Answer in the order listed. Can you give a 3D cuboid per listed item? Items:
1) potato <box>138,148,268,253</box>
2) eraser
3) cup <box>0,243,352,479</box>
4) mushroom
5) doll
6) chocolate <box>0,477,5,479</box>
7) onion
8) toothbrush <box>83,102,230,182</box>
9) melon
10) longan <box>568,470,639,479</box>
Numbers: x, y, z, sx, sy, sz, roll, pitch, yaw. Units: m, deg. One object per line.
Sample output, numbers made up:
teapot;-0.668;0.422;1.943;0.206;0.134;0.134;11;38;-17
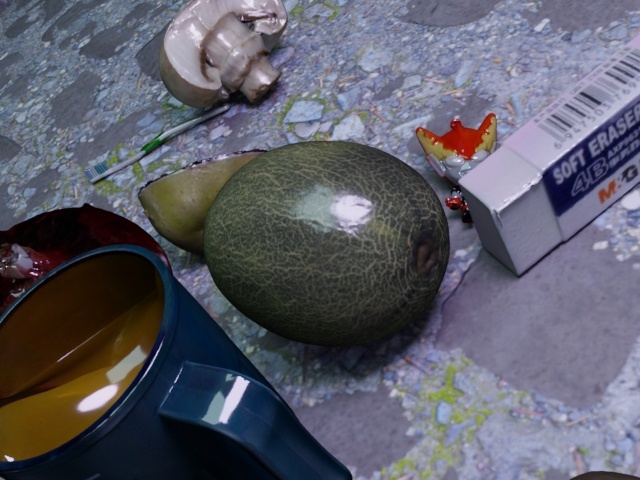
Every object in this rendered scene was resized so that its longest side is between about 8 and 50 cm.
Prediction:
potato;-0.154;-0.044;1.180;0.202;0.182;0.117;-17;78;-5
eraser;0.297;-0.099;0.920;0.287;0.130;0.086;-37;43;-5
cup;-0.146;0.176;0.825;0.308;0.292;0.242;-21;42;15
mushroom;-0.168;-0.329;1.445;0.253;0.195;0.189;-48;8;-14
doll;0.189;-0.093;1.045;0.109;0.057;0.169;-11;58;5
chocolate;-0.411;0.338;0.975;0.309;0.134;0.134;-3;50;33
onion;-0.348;0.081;1.102;0.314;0.232;0.314;-4;54;5
toothbrush;-0.298;-0.180;1.487;0.304;0.030;0.030;-24;41;8
melon;0.000;0.000;0.938;0.302;0.237;0.237;7;55;42
longan;0.207;0.262;0.598;0.167;0.167;0.187;9;58;40
